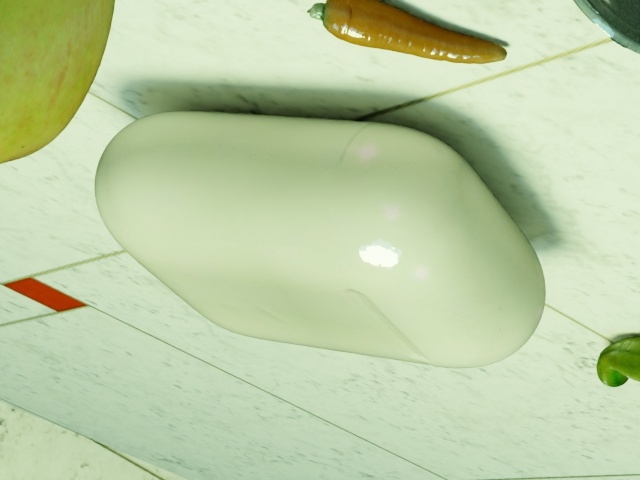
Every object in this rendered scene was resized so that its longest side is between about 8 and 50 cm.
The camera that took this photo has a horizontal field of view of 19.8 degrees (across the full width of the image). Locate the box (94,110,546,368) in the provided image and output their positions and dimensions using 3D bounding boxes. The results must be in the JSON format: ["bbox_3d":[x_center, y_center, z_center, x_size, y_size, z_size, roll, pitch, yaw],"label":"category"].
[{"bbox_3d":[0.000,-0.001,1.536,0.349,0.141,0.288,7,156,31],"label":"box"}]

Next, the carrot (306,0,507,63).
[{"bbox_3d":[0.060,-0.144,1.268,0.142,0.035,0.035,14,161,-9],"label":"carrot"}]

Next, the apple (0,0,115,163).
[{"bbox_3d":[-0.278,-0.163,1.083,0.319,0.277,0.319,-12,179,0],"label":"apple"}]

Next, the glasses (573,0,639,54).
[{"bbox_3d":[0.277,-0.183,0.970,0.234,0.118,0.268,25,139,-13],"label":"glasses"}]

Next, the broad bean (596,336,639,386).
[{"bbox_3d":[0.345,0.121,1.696,0.214,0.048,0.070,1,154,42],"label":"broad bean"}]
